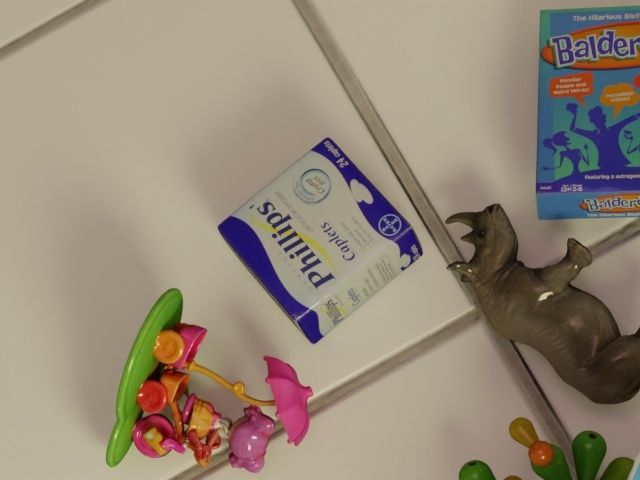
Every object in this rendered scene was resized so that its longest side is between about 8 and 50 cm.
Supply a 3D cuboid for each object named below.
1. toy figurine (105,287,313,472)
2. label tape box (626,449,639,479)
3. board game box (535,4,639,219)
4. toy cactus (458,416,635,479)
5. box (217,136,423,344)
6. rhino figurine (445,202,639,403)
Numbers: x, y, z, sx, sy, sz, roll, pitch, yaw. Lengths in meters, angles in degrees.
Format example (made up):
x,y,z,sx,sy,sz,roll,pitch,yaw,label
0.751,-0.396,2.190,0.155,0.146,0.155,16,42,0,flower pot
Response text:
x,y,z,sx,sy,sz,roll,pitch,yaw,label
-0.090,0.150,1.341,0.159,0.130,0.173,21,98,9,toy figurine
0.274,0.348,1.145,0.249,0.115,0.348,28,75,0,label tape box
0.276,-0.119,1.361,0.160,0.047,0.210,-2,57,12,board game box
0.216,0.247,1.244,0.219,0.112,0.180,11,83,5,toy cactus
0.000,0.000,1.386,0.137,0.072,0.126,-40,67,-3,box
0.201,0.048,1.323,0.243,0.073,0.106,38,96,24,rhino figurine
